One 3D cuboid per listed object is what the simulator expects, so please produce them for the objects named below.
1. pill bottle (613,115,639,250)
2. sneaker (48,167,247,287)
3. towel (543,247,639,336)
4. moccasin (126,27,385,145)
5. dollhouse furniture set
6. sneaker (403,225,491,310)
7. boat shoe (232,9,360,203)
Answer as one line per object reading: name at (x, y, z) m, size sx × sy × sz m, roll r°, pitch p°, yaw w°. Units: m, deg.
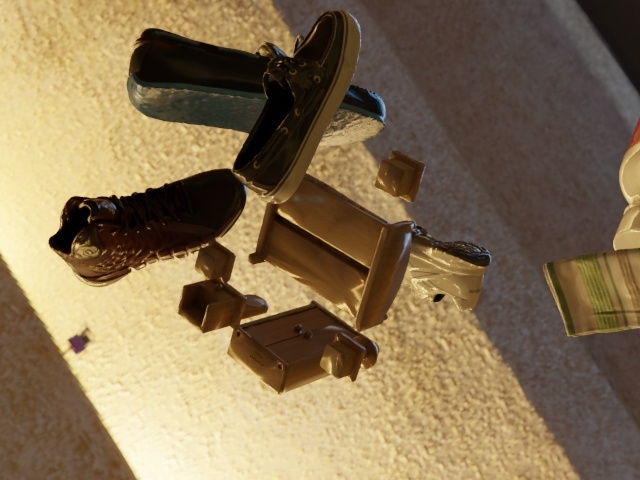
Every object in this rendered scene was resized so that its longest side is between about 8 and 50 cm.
pill bottle at (0.564, -0.144, 1.360) m, size 0.229 × 0.229 × 0.408 m, roll 33°, pitch -108°, yaw -22°
sneaker at (-0.244, -0.033, 1.321) m, size 0.106 × 0.281 × 0.162 m, roll 63°, pitch -175°, yaw 25°
towel at (0.362, 0.065, 1.189) m, size 0.023 × 0.152 × 0.113 m, roll -51°, pitch -58°, yaw -48°
moccasin at (-0.069, -0.206, 1.220) m, size 0.341 × 0.137 × 0.117 m, roll 9°, pitch -116°, yaw -27°
dollhouse furniture set at (0.000, 0.000, 1.262) m, size 0.303 × 0.356 × 0.173 m, roll 32°, pitch -153°, yaw 32°
sneaker at (0.189, 0.047, 1.846) m, size 0.111 × 0.297 × 0.129 m, roll -9°, pitch -68°, yaw -39°
boat shoe at (-0.031, -0.154, 1.024) m, size 0.076 × 0.080 × 0.229 m, roll 30°, pitch -98°, yaw -36°
